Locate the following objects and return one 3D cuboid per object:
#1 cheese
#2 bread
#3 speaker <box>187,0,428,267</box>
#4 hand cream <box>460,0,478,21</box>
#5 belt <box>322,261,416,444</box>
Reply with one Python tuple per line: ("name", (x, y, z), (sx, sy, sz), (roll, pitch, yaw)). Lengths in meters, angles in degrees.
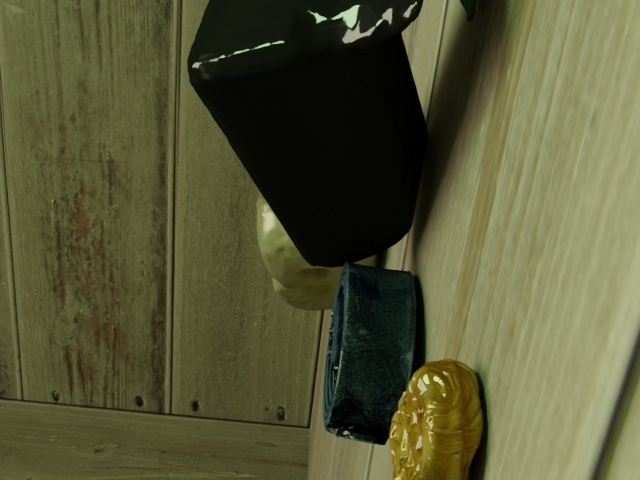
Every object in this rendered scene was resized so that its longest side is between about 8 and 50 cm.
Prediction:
("cheese", (0.002, 0.000, 1.159), (0.248, 0.174, 0.251), (-55, -28, -75))
("bread", (0.072, 0.126, 0.513), (0.110, 0.044, 0.083), (101, 173, -50))
("speaker", (0.036, -0.121, 0.700), (0.388, 0.184, 0.180), (59, -139, -60))
("hand cream", (0.110, -0.294, 0.693), (0.312, 0.070, 0.111), (-100, 15, -53))
("belt", (0.048, 0.105, 0.776), (0.190, 0.082, 0.141), (-85, 5, -60))
